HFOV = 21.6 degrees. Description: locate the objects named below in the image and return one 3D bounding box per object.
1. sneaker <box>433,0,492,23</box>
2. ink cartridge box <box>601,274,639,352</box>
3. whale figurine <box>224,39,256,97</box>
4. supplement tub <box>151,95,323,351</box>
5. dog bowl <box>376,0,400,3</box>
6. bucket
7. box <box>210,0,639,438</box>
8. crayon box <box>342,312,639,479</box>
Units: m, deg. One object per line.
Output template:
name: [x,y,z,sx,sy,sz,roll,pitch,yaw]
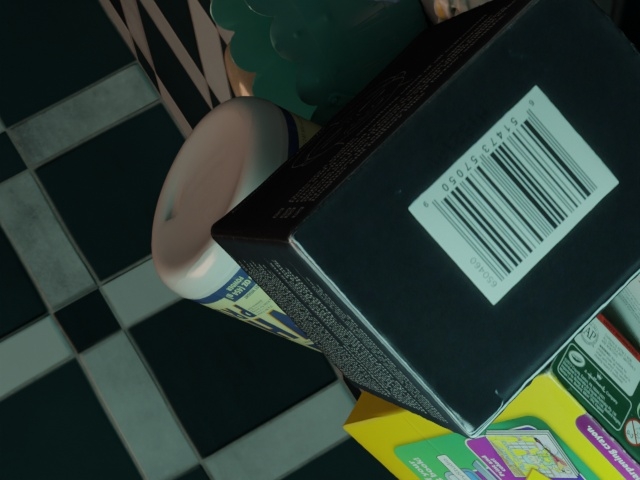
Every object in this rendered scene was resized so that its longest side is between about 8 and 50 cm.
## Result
sneaker: [0.161,-0.215,1.565,0.229,0.092,0.087,52,165,36]
ink cartridge box: [0.313,0.040,1.549,0.140,0.082,0.191,57,168,18]
whale figurine: [-0.051,-0.260,2.473,0.272,0.141,0.216,-86,-25,-61]
supplement tub: [0.000,0.000,1.886,0.324,0.235,0.235,24,-172,-27]
dog bowl: [0.023,-0.369,1.599,0.166,0.074,0.297,-108,10,-73]
bucket: [-0.004,-0.262,1.991,0.281,0.183,0.281,58,170,17]
box: [0.105,-0.029,1.402,0.212,0.293,0.395,47,172,-9]
crayon box: [0.253,0.239,1.669,0.363,0.106,0.313,45,146,-17]
